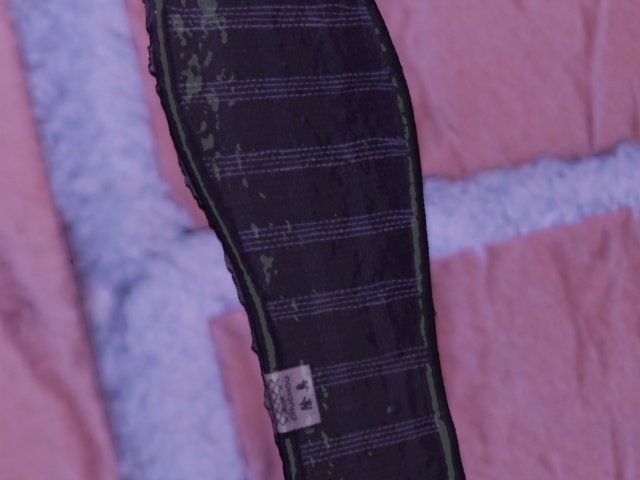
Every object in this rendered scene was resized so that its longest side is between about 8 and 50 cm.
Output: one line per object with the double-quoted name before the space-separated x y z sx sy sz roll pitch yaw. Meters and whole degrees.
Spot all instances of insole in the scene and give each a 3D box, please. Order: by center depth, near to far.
"insole" 0.000 0.000 0.417 0.110 0.012 0.309 -9 88 -28
